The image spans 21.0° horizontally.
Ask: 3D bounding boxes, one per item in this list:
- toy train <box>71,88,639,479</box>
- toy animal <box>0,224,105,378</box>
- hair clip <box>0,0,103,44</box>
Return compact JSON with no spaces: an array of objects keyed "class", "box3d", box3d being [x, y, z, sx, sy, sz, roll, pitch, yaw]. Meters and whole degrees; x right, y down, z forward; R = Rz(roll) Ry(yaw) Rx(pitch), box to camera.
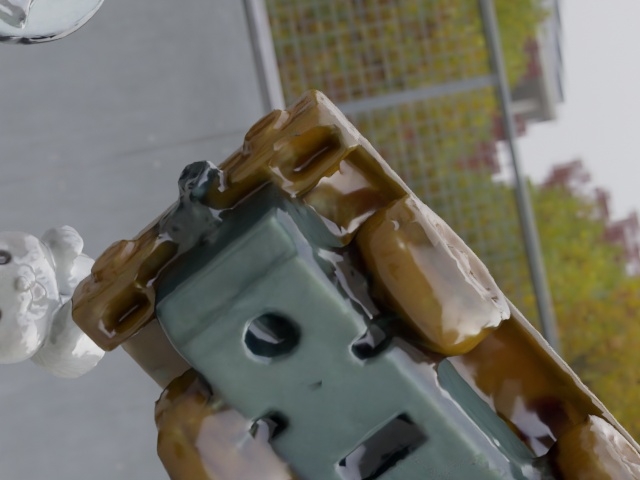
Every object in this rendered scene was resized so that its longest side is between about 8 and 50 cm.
[{"class":"toy train","box3d":[0.052,0.092,0.866,0.369,0.163,0.231,47,10,-17]},{"class":"toy animal","box3d":[-0.259,0.036,1.248,0.131,0.221,0.103,-18,-112,46]},{"class":"hair clip","box3d":[-0.171,-0.199,1.012,0.054,0.140,0.220,-10,-128,49]}]
